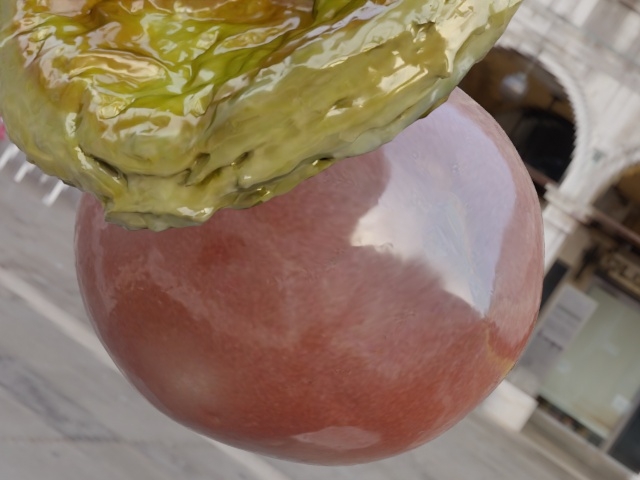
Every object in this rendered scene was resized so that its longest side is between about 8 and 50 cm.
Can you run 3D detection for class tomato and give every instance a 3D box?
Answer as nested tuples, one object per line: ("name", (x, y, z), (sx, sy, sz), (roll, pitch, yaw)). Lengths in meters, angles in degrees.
("tomato", (0.000, 0.000, 0.939), (0.321, 0.321, 0.321), (33, 3, -2))

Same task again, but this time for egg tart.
("egg tart", (-0.015, -0.141, 0.725), (0.341, 0.341, 0.132), (35, -14, 39))
